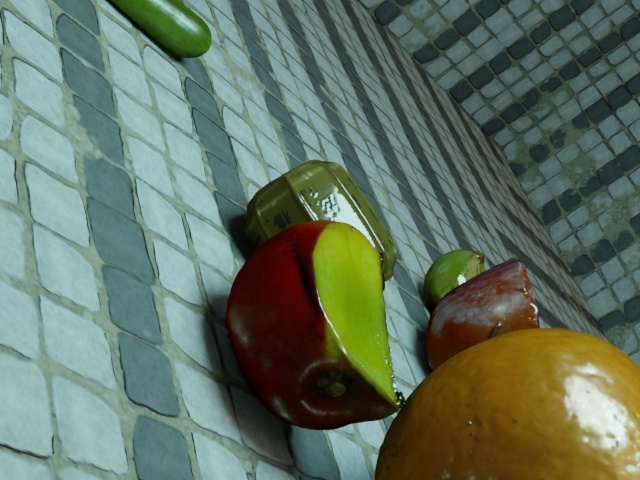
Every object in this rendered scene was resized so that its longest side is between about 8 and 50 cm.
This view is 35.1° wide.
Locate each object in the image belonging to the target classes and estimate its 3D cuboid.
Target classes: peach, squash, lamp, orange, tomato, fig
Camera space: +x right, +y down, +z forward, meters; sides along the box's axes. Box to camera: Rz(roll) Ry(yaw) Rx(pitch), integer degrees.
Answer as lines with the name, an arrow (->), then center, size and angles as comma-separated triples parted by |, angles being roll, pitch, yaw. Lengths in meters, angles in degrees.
peach -> -0.021, 0.070, 1.079 | 0.154, 0.158, 0.267 | 46, 29, -39
squash -> -0.235, -0.321, 1.417 | 0.201, 0.066, 0.066 | 31, 28, -37
lamp -> 0.000, 0.000, 1.281 | 0.185, 0.161, 0.161 | 57, 18, 3
orange -> 0.235, 0.305, 1.040 | 0.424, 0.326, 0.424 | 57, 21, -35
tomato -> 0.248, 0.163, 1.586 | 0.309, 0.170, 0.309 | 175, -90, -88
fig -> 0.244, 0.093, 1.785 | 0.136, 0.120, 0.153 | -99, 172, -64
